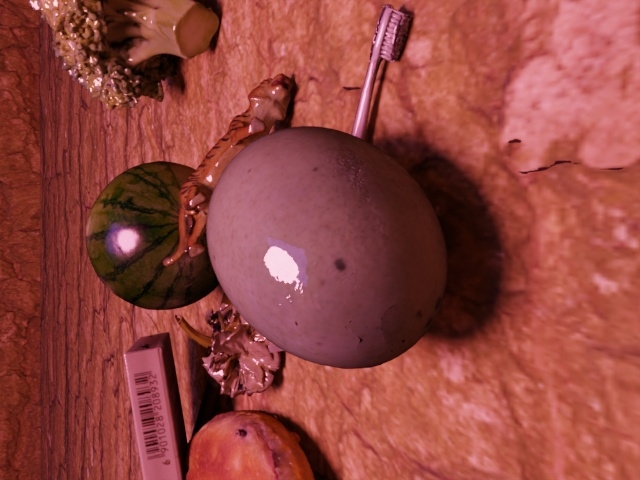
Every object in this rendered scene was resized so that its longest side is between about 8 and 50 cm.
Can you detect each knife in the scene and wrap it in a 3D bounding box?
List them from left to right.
[{"bbox_3d":[-0.145,0.162,0.909,0.061,0.027,0.342,58,137,47],"label":"knife"}]

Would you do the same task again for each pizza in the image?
[{"bbox_3d":[-0.071,0.272,0.728,0.305,0.086,0.161,13,86,61],"label":"pizza"}]

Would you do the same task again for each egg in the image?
[{"bbox_3d":[0.000,0.000,0.519,0.236,0.169,0.169,44,128,55],"label":"egg"}]

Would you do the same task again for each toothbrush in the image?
[{"bbox_3d":[0.029,-0.070,0.615,0.026,0.024,0.287,38,122,36],"label":"toothbrush"}]

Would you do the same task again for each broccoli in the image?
[{"bbox_3d":[-0.282,-0.332,0.946,0.288,0.236,0.259,68,176,-51],"label":"broccoli"}]

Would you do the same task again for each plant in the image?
[{"bbox_3d":[-0.107,0.118,0.761,0.104,0.122,0.116,-37,52,41],"label":"plant"}]

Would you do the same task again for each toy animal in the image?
[{"bbox_3d":[-0.099,-0.074,0.719,0.241,0.057,0.099,-52,26,7],"label":"toy animal"}]

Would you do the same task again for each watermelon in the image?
[{"bbox_3d":[-0.203,-0.003,0.846,0.215,0.188,0.187,-20,73,59],"label":"watermelon"}]

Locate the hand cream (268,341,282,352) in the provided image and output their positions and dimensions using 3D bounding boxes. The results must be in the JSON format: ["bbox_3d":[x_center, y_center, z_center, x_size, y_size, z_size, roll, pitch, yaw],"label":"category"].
[{"bbox_3d":[-0.044,0.026,0.716,0.087,0.054,0.186,-15,84,45],"label":"hand cream"}]

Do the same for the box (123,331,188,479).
[{"bbox_3d":[-0.198,0.312,0.879,0.204,0.051,0.364,164,96,-79],"label":"box"}]
